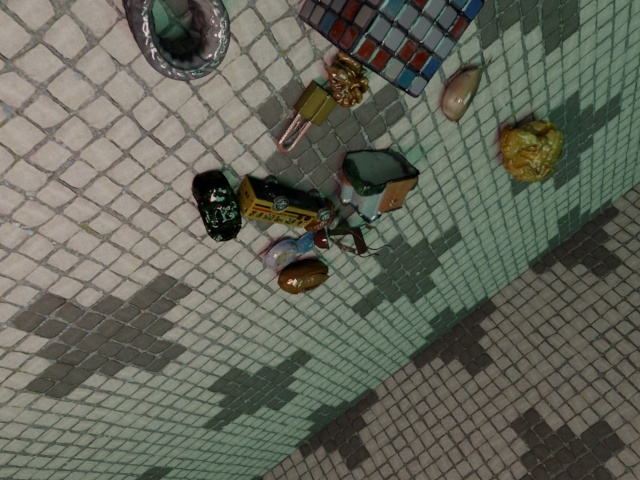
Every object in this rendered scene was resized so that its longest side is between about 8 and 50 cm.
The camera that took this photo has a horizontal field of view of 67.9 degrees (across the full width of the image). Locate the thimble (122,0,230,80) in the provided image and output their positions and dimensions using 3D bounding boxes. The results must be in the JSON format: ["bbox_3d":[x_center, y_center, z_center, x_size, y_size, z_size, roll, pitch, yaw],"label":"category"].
[{"bbox_3d":[-0.322,-0.483,1.036,0.205,0.172,0.236,-42,144,3],"label":"thimble"}]

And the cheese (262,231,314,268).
[{"bbox_3d":[-0.121,0.041,1.823,0.244,0.052,0.135,-25,143,-32],"label":"cheese"}]

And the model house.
[{"bbox_3d":[0.188,-0.164,1.741,0.252,0.184,0.291,-15,138,-27],"label":"model house"}]

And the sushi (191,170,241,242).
[{"bbox_3d":[-0.313,-0.099,1.475,0.124,0.127,0.225,-21,139,-16],"label":"sushi"}]

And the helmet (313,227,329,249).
[{"bbox_3d":[0.000,0.000,1.862,0.057,0.089,0.111,-13,160,2],"label":"helmet"}]

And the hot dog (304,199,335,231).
[{"bbox_3d":[0.002,-0.085,1.773,0.147,0.065,0.099,-44,175,9],"label":"hot dog"}]

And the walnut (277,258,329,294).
[{"bbox_3d":[-0.067,0.144,1.921,0.245,0.137,0.137,-17,139,-37],"label":"walnut"}]

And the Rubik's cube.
[{"bbox_3d":[0.172,-0.588,1.202,0.292,0.287,0.292,14,120,-44],"label":"Rubik's cube"}]

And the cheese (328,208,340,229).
[{"bbox_3d":[0.054,-0.075,1.806,0.026,0.121,0.067,32,115,-5],"label":"cheese"}]

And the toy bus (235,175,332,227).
[{"bbox_3d":[-0.117,-0.121,1.609,0.335,0.121,0.123,11,130,-44],"label":"toy bus"}]

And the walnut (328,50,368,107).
[{"bbox_3d":[0.089,-0.474,1.411,0.170,0.069,0.143,41,73,-51],"label":"walnut"}]

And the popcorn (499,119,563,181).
[{"bbox_3d":[0.901,-0.390,2.029,0.332,0.225,0.265,30,114,-37],"label":"popcorn"}]

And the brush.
[{"bbox_3d":[-0.054,-0.366,1.460,0.103,0.047,0.233,19,118,-47],"label":"brush"}]

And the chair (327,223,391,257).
[{"bbox_3d":[0.144,-0.010,1.889,0.213,0.149,0.174,-9,165,-20],"label":"chair"}]

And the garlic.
[{"bbox_3d":[0.519,-0.542,1.679,0.128,0.149,0.267,29,119,-11],"label":"garlic"}]
